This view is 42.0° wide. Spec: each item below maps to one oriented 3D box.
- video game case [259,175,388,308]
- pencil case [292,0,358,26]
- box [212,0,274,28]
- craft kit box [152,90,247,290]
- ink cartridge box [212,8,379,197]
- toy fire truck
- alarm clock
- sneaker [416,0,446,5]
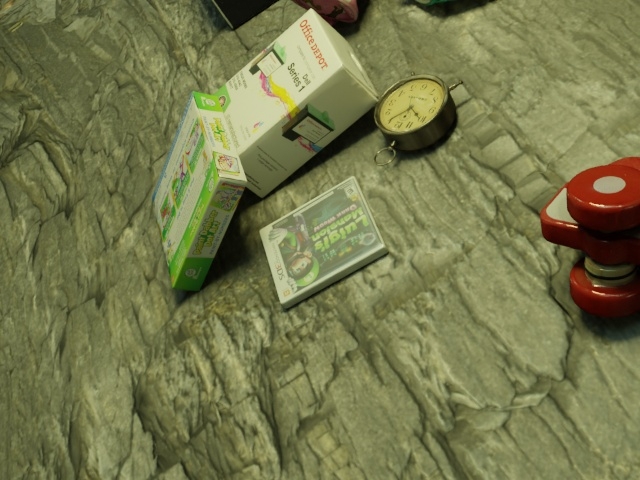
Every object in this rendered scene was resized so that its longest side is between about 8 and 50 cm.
[{"bbox_3d":[0.000,0.000,1.353,0.190,0.022,0.173,-29,47,10],"label":"video game case"},{"bbox_3d":[0.053,-0.621,1.614,0.160,0.167,0.386,15,87,49],"label":"pencil case"},{"bbox_3d":[-0.137,-0.698,1.858,0.343,0.179,0.312,-32,45,7],"label":"box"},{"bbox_3d":[-0.216,-0.086,1.437,0.250,0.061,0.247,-61,32,34],"label":"craft kit box"},{"bbox_3d":[-0.059,-0.245,1.479,0.278,0.117,0.201,-38,44,16],"label":"ink cartridge box"},{"bbox_3d":[0.444,-0.027,1.020,0.302,0.169,0.254,17,43,39],"label":"toy fire truck"},{"bbox_3d":[0.147,-0.195,1.377,0.129,0.064,0.192,22,67,41],"label":"alarm clock"},{"bbox_3d":[0.210,-0.542,1.559,0.178,0.124,0.296,-16,50,3],"label":"sneaker"}]
